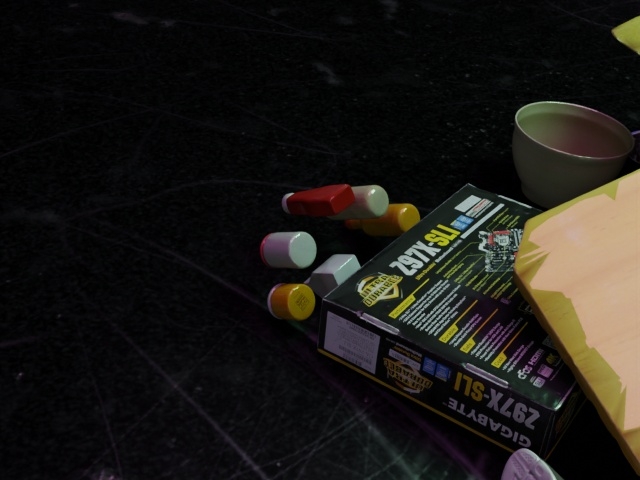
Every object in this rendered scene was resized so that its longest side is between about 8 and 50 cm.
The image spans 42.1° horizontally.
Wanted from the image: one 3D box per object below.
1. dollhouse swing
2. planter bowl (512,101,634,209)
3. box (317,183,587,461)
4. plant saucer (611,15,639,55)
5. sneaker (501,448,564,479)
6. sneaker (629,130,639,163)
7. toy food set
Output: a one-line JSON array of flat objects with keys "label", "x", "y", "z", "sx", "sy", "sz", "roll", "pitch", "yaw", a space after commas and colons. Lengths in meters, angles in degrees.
[{"label": "dollhouse swing", "x": 0.406, "y": 0.086, "z": 0.837, "sx": 0.305, "sy": 0.315, "sz": 0.346, "roll": -33, "pitch": 59, "yaw": 9}, {"label": "planter bowl", "x": 0.340, "y": -0.110, "z": 1.162, "sx": 0.162, "sy": 0.109, "sz": 0.162, "roll": 5, "pitch": 35, "yaw": -4}, {"label": "box", "x": 0.194, "y": 0.066, "z": 0.906, "sx": 0.257, "sy": 0.079, "sz": 0.322, "roll": 22, "pitch": 38, "yaw": 29}, {"label": "plant saucer", "x": 0.578, "y": -0.202, "z": 1.044, "sx": 0.333, "sy": 0.081, "sz": 0.333, "roll": -11, "pitch": 47, "yaw": -46}, {"label": "sneaker", "x": 0.213, "y": 0.245, "z": 0.702, "sx": 0.065, "sy": 0.061, "sz": 0.158, "roll": 17, "pitch": 26, "yaw": -37}, {"label": "sneaker", "x": 0.540, "y": -0.152, "z": 1.318, "sx": 0.162, "sy": 0.063, "sz": 0.073, "roll": -3, "pitch": 19, "yaw": -22}, {"label": "toy food set", "x": 0.000, "y": 0.000, "z": 0.961, "sx": 0.104, "sy": 0.111, "sz": 0.232, "roll": -1, "pitch": 32, "yaw": 49}]
